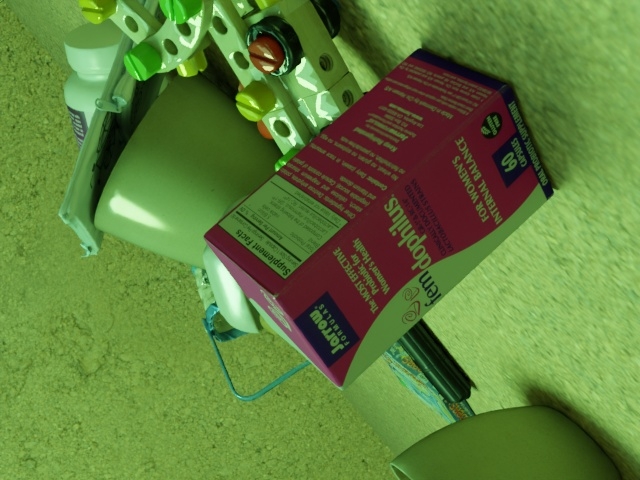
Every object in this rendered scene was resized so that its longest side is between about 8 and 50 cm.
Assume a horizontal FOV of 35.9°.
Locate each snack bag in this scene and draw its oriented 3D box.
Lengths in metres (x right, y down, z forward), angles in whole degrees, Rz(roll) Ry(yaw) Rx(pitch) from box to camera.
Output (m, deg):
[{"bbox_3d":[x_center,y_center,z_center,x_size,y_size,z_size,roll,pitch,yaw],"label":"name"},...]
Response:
[{"bbox_3d":[-0.266,-0.153,1.331,0.037,0.343,0.323,18,170,-4],"label":"snack bag"}]

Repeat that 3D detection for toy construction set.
[{"bbox_3d":[-0.048,-0.135,0.883,0.215,0.151,0.328,-8,135,49],"label":"toy construction set"}]

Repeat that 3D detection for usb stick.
[{"bbox_3d":[0.126,0.130,1.461,0.278,0.045,0.077,51,177,-13],"label":"usb stick"}]

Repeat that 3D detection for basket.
[{"bbox_3d":[-0.105,0.124,1.840,0.289,0.254,0.201,58,171,17],"label":"basket"}]

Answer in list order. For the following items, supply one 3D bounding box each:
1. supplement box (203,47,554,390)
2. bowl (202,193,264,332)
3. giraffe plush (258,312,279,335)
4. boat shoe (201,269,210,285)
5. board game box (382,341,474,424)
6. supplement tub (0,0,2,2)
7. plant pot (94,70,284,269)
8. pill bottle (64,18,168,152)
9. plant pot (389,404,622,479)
[{"bbox_3d":[0.044,-0.019,0.717,0.114,0.220,0.111,37,166,50],"label":"supplement box"},{"bbox_3d":[-0.098,0.029,1.203,0.142,0.053,0.142,-75,-25,-56],"label":"bowl"},{"bbox_3d":[0.000,0.000,1.193,0.171,0.210,0.181,64,157,13],"label":"giraffe plush"},{"bbox_3d":[-0.157,0.054,1.575,0.075,0.065,0.206,53,175,-33],"label":"boat shoe"},{"bbox_3d":[0.178,0.241,1.683,0.201,0.035,0.136,36,164,53],"label":"board game box"},{"bbox_3d":[-0.622,-0.469,1.629,0.228,0.316,0.228,47,171,10],"label":"supplement tub"},{"bbox_3d":[-0.121,-0.057,1.349,0.274,0.257,0.256,30,170,-1],"label":"plant pot"},{"bbox_3d":[-0.324,-0.202,1.628,0.169,0.169,0.302,38,145,47],"label":"pill bottle"},{"bbox_3d":[0.248,0.311,1.185,0.284,0.191,0.284,47,170,11],"label":"plant pot"}]
